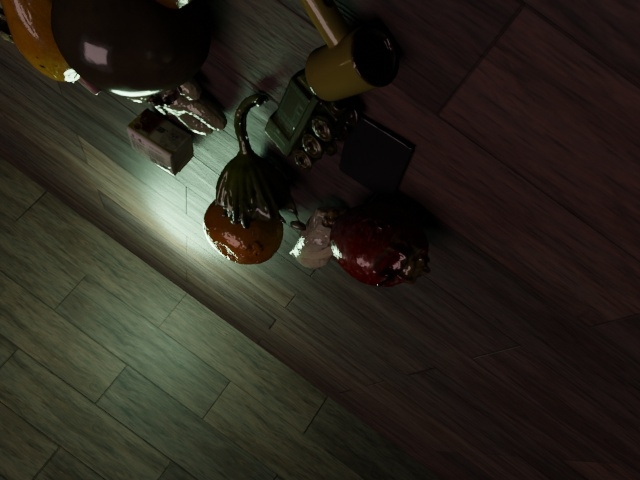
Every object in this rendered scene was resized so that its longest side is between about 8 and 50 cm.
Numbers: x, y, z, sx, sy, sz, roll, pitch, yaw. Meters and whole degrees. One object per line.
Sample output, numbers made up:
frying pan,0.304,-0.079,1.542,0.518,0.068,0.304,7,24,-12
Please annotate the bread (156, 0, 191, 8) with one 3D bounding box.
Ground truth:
bread,-0.223,-0.459,0.755,0.270,0.148,0.269,37,155,21

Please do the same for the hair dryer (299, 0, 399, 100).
hair dryer,-0.007,-0.336,0.814,0.135,0.090,0.278,3,134,56

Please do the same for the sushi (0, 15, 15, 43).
sushi,-0.818,-0.546,1.463,0.220,0.047,0.231,30,-178,15

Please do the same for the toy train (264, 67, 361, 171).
toy train,-0.019,-0.221,1.021,0.137,0.090,0.225,51,153,4

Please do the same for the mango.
mango,-0.642,-0.509,1.286,0.187,0.144,0.359,29,154,11

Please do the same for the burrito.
burrito,0.000,0.000,1.445,0.117,0.076,0.392,17,159,-7

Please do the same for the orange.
orange,-0.207,-0.036,1.518,0.219,0.193,0.219,42,171,8

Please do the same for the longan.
longan,-0.330,-0.371,0.976,0.258,0.258,0.258,30,156,15

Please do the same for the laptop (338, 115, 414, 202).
laptop,0.102,-0.158,1.074,0.135,0.016,0.197,34,156,9

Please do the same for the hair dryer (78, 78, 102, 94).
hair dryer,-0.671,-0.465,1.551,0.154,0.054,0.106,29,163,43

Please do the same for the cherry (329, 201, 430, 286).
cherry,0.109,0.007,1.168,0.250,0.192,0.175,17,116,51

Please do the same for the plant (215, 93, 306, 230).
plant,-0.145,-0.195,1.297,0.251,0.180,0.333,26,123,39

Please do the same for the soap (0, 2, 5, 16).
soap,-0.824,-0.647,1.351,0.262,0.094,0.150,29,164,14

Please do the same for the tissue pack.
tissue pack,-0.426,-0.265,1.501,0.149,0.099,0.106,33,155,8

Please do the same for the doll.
doll,-0.339,-0.322,1.244,0.278,0.149,0.175,34,128,-28
